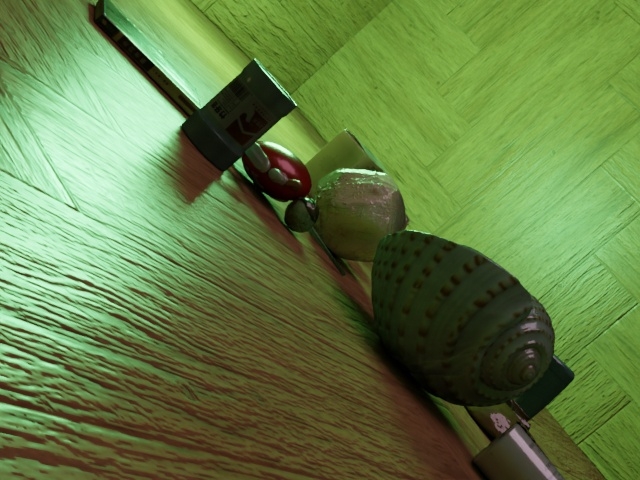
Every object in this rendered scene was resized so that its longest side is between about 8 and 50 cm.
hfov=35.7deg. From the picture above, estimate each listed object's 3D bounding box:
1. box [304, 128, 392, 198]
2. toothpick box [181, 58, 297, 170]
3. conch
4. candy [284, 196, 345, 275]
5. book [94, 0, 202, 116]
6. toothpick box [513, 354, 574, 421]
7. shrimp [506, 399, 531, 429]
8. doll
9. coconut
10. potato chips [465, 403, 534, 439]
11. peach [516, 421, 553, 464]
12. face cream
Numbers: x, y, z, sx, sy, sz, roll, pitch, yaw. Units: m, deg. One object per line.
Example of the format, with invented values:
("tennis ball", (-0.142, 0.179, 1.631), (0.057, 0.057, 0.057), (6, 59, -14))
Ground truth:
("box", (0.058, -0.151, 2.368), (0.095, 0.168, 0.212), (53, 8, 23))
("toothpick box", (-0.125, -0.193, 1.535), (0.101, 0.153, 0.101), (47, 8, -9))
("conch", (0.198, 0.130, 1.568), (0.319, 0.215, 0.303), (13, -26, 41))
("candy", (0.000, 0.000, 1.714), (0.202, 0.061, 0.061), (53, 2, -42))
("book", (-0.291, -0.311, 1.684), (0.231, 0.026, 0.161), (45, 8, -25))
("toothpick box", (0.474, 0.330, 2.261), (0.120, 0.184, 0.120), (43, 5, -5))
("shrimp", (0.321, 0.287, 2.005), (0.287, 0.063, 0.152), (44, 4, 4))
("doll", (-0.092, -0.129, 1.682), (0.183, 0.085, 0.217), (43, 6, 31))
("coconut", (0.077, -0.048, 1.906), (0.194, 0.194, 0.194), (48, 7, -8))
("potato chips", (0.352, 0.354, 1.886), (0.195, 0.062, 0.208), (44, 5, -46))
("peach", (0.368, 0.410, 1.570), (0.279, 0.068, 0.189), (53, -4, -6))
("face cream", (0.355, 0.413, 1.445), (0.311, 0.092, 0.092), (49, 7, 14))
